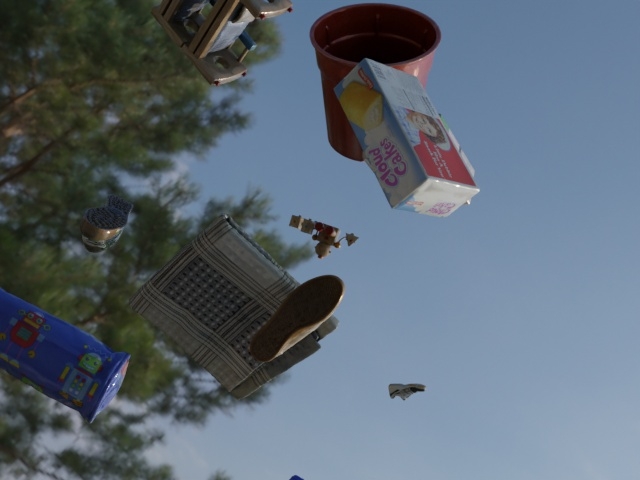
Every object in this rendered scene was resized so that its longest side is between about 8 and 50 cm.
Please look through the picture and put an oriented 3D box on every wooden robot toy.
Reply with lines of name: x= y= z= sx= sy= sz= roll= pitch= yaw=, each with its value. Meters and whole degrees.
wooden robot toy: x=0.000 y=0.000 z=2.019 sx=0.173 sy=0.079 sz=0.076 roll=19 pitch=1 yaw=20

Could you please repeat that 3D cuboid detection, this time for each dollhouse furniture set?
dollhouse furniture set: x=-0.084 y=-0.299 z=1.131 sx=0.129 sy=0.184 sz=0.129 roll=51 pitch=-48 yaw=8

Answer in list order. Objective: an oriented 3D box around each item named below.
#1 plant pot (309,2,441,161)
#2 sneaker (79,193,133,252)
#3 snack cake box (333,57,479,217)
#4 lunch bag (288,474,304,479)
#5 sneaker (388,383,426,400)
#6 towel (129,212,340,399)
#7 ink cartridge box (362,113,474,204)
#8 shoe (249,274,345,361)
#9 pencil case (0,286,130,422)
plant pot: x=0.115 y=-0.329 z=1.943 sx=0.272 sy=0.272 sz=0.265 roll=28 pitch=-41 yaw=29
sneaker: x=-0.364 y=-0.012 z=1.502 sx=0.064 sy=0.086 sz=0.192 roll=27 pitch=15 yaw=-7
snack cake box: x=0.146 y=-0.175 z=1.550 sx=0.089 sy=0.152 sz=0.264 roll=-41 pitch=-121 yaw=31
lunch bag: x=-0.025 y=0.378 z=1.076 sx=0.096 sy=0.129 sz=0.151 roll=-20 pitch=-76 yaw=33
sneaker: x=0.189 y=0.327 z=1.952 sx=0.083 sy=0.037 sz=0.032 roll=-4 pitch=-8 yaw=19
towel: x=-0.170 y=0.145 z=1.744 sx=0.324 sy=0.056 sz=0.312 roll=43 pitch=-62 yaw=-14
ink cartridge box: x=0.205 y=-0.155 z=1.846 sx=0.160 sy=0.092 sz=0.219 roll=-5 pitch=-30 yaw=28
shoe: x=-0.039 y=0.133 z=1.610 sx=0.219 sy=0.058 sz=0.076 roll=-41 pitch=-97 yaw=18
pencil case: x=-0.443 y=0.160 z=1.378 sx=0.306 sy=0.119 sz=0.133 roll=29 pitch=-29 yaw=1
